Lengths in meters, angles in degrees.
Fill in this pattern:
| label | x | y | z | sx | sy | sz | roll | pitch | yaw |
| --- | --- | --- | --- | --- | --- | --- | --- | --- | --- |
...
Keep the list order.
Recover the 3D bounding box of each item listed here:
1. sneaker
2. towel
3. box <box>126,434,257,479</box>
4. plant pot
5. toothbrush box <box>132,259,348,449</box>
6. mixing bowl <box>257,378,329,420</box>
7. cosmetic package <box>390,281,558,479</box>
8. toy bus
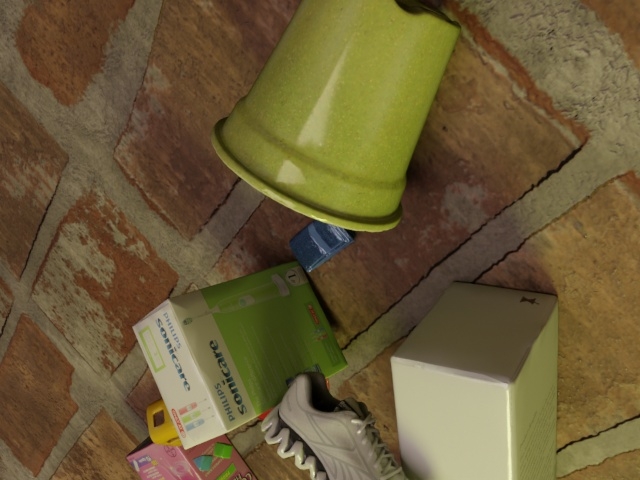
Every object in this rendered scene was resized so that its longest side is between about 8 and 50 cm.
| label | x | y | z | sx | sy | sz | roll | pitch | yaw |
| --- | --- | --- | --- | --- | --- | --- | --- | --- | --- |
| sneaker | 0.046 | 0.287 | 0.828 | 0.292 | 0.110 | 0.118 | 33 | 101 | 32 |
| towel | 0.000 | 0.000 | 1.024 | 0.119 | 0.029 | 0.067 | -37 | 89 | 40 |
| box | -0.289 | 0.532 | 1.423 | 0.214 | 0.117 | 0.243 | -34 | 92 | 39 |
| plant pot | 0.035 | -0.191 | 0.778 | 0.276 | 0.276 | 0.253 | 34 | 116 | 15 |
| toothbrush box | -0.119 | 0.171 | 0.999 | 0.122 | 0.283 | 0.206 | -34 | 79 | 38 |
| mixing bowl | -0.086 | 0.277 | 1.175 | 0.182 | 0.098 | 0.181 | 15 | 121 | 27 |
| cosmetic package | 0.235 | 0.315 | 0.898 | 0.162 | 0.230 | 0.452 | 7 | 115 | 32 |
| toy bus | -0.257 | 0.343 | 1.265 | 0.191 | 0.104 | 0.202 | 18 | 81 | 36 |
